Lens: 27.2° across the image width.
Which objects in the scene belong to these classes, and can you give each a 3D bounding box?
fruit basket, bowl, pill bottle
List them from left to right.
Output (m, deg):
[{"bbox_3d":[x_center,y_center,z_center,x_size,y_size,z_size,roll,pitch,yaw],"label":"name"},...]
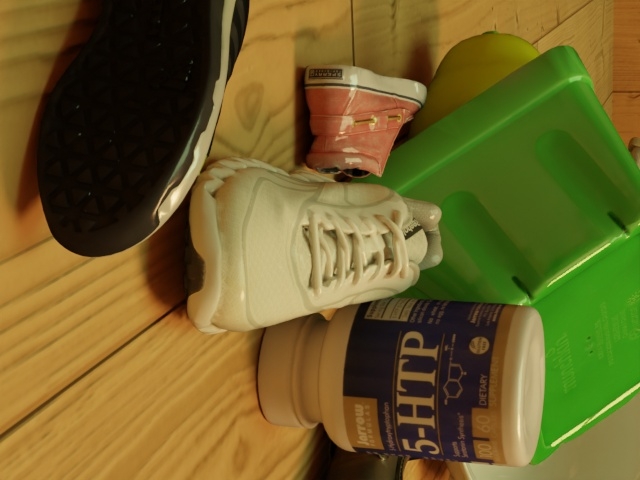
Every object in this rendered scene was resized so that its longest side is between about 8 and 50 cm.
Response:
[{"bbox_3d":[0.057,0.096,0.927,0.112,0.187,0.112,2,90,-72],"label":"pill bottle"},{"bbox_3d":[0.158,-0.031,1.235,0.392,0.283,0.392,56,-7,10],"label":"fruit basket"},{"bbox_3d":[0.237,0.197,1.484,0.298,0.134,0.297,6,78,-28],"label":"bowl"}]

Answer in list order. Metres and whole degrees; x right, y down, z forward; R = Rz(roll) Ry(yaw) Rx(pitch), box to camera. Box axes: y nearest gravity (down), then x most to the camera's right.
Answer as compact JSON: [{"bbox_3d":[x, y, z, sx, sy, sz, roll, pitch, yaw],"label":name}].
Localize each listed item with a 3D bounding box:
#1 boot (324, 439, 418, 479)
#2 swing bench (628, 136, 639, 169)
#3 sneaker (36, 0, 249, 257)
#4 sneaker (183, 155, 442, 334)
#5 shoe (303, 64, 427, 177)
[{"bbox_3d":[0.021,0.160,1.055,0.106,0.082,0.219,62,34,-11],"label":"boot"},{"bbox_3d":[0.322,-0.006,1.619,0.253,0.255,0.165,-62,149,-54],"label":"swing bench"},{"bbox_3d":[-0.071,-0.081,0.678,0.097,0.084,0.234,68,30,-54],"label":"sneaker"},{"bbox_3d":[0.000,0.000,0.859,0.292,0.118,0.110,-19,112,-69],"label":"sneaker"},{"bbox_3d":[0.035,-0.090,1.045,0.178,0.064,0.081,-2,95,-67],"label":"shoe"}]
